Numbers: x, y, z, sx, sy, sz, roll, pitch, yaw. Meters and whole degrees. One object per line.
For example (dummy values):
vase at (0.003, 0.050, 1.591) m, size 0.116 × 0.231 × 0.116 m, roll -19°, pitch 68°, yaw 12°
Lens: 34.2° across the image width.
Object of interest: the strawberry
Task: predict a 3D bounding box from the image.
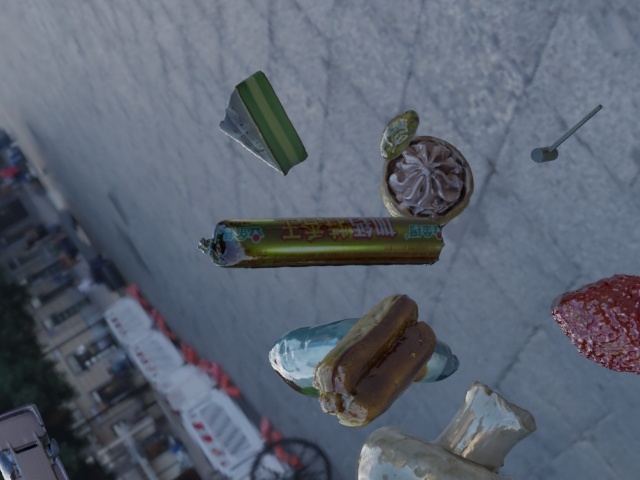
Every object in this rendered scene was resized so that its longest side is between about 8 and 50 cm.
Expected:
strawberry at (0.345, 0.089, 1.213) m, size 0.148 × 0.131 × 0.131 m, roll 35°, pitch 167°, yaw -5°

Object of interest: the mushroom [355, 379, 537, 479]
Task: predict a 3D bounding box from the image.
mushroom at (0.210, 0.364, 1.654) m, size 0.298 × 0.290 × 0.297 m, roll 24°, pitch 172°, yaw 4°

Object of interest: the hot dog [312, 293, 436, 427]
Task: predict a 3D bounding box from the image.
hot dog at (0.048, 0.102, 0.883) m, size 0.045 × 0.165 × 0.071 m, roll -26°, pitch 97°, yaw 35°

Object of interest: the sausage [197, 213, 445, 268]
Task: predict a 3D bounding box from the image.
sausage at (0.000, 0.000, 1.490) m, size 0.082 × 0.372 × 0.082 m, roll 3°, pitch 93°, yaw 64°

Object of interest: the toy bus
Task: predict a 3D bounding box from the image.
toy bus at (-0.402, 0.381, 1.516) m, size 0.274 × 0.090 × 0.112 m, roll 57°, pitch 152°, yaw 25°

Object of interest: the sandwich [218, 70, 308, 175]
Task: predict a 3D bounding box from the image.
sandwich at (-0.064, -0.156, 1.383) m, size 0.116 × 0.074 × 0.074 m, roll 37°, pitch 132°, yaw 7°

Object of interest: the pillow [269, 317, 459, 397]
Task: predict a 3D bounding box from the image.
pillow at (0.053, 0.148, 1.286) m, size 0.233 × 0.214 × 0.086 m, roll -18°, pitch 66°, yaw 45°

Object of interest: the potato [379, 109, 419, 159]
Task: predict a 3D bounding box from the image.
potato at (0.111, -0.154, 1.507) m, size 0.092 × 0.047 × 0.045 m, roll -54°, pitch 33°, yaw 43°

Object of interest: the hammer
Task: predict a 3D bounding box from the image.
hammer at (0.306, -0.131, 1.275) m, size 0.110 × 0.036 × 0.019 m, roll -43°, pitch 68°, yaw 43°

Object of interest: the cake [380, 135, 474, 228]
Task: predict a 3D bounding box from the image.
cake at (0.225, -0.116, 2.138) m, size 0.207 × 0.185 × 0.178 m, roll 64°, pitch 174°, yaw -3°
